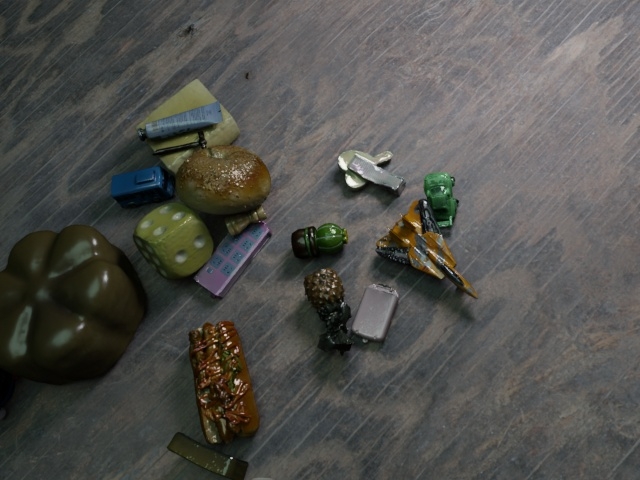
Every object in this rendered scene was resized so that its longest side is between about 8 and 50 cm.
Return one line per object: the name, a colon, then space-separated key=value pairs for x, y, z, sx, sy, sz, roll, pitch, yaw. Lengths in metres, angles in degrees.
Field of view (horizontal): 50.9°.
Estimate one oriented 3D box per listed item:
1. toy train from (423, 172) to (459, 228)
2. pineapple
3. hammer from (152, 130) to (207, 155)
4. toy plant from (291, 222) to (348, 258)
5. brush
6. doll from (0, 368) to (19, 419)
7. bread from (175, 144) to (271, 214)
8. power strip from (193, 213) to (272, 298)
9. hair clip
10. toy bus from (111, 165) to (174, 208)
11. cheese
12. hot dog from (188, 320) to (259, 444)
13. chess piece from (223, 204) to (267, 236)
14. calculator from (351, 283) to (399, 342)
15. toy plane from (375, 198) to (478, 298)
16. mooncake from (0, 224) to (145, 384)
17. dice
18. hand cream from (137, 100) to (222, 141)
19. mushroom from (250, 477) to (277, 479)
toy train: x=0.338 y=-0.114 z=1.900 sx=0.099 sy=0.149 sz=0.081 roll=-5 pitch=22 yaw=16
pineapple: x=0.029 y=0.200 z=1.841 sx=0.111 sy=0.119 sz=0.237 roll=-8 pitch=61 yaw=-18
hammer: x=-0.442 y=-0.294 z=2.106 sx=0.178 sy=0.021 sz=0.065 roll=-13 pitch=71 yaw=7
toy plant: x=0.000 y=0.000 z=1.948 sx=0.162 sy=0.093 sz=0.093 roll=-11 pitch=64 yaw=7
brush: x=-0.292 y=0.566 z=1.754 sx=0.197 sy=0.123 sz=0.059 roll=17 pitch=69 yaw=21
doll: x=-1.026 y=0.391 z=1.925 sx=0.240 sy=0.310 sz=0.284 roll=-34 pitch=63 yaw=-4
bread: x=-0.293 y=-0.192 z=2.011 sx=0.305 sy=0.159 sz=0.305 roll=-2 pitch=29 yaw=1
power strip: x=-0.262 y=0.045 z=2.026 sx=0.109 sy=0.037 sz=0.279 roll=32 pitch=78 yaw=24
hair clip: x=0.155 y=-0.211 z=2.011 sx=0.218 sy=0.071 sz=0.159 roll=28 pitch=73 yaw=18
toy bus: x=-0.573 y=-0.174 z=2.169 sx=0.184 sy=0.106 sz=0.090 roll=-11 pitch=62 yaw=10
cheese: x=-0.433 y=-0.362 z=2.205 sx=0.265 sy=0.124 sz=0.242 roll=-39 pitch=69 yaw=-5
hot dog: x=-0.270 y=0.378 z=1.830 sx=0.158 sy=0.117 sz=0.349 roll=-15 pitch=63 yaw=-2
chess piece: x=-0.223 y=-0.065 z=2.011 sx=0.122 sy=0.066 sz=0.066 roll=-25 pitch=63 yaw=-2
calculator: x=0.150 y=0.201 z=1.848 sx=0.100 sy=0.032 sz=0.175 roll=16 pitch=72 yaw=21
toy plane: x=0.316 y=0.049 z=1.836 sx=0.316 sy=0.103 sz=0.204 roll=44 pitch=97 yaw=17
mooncake: x=-0.762 y=0.183 z=1.976 sx=0.467 sy=0.262 sz=0.467 roll=-7 pitch=65 yaw=15
dice: x=-0.434 y=0.002 z=1.990 sx=0.169 sy=0.169 sz=0.166 roll=-41 pitch=42 yaw=-25
hand cream: x=-0.441 y=-0.368 z=2.117 sx=0.271 sy=0.058 sz=0.091 roll=-16 pitch=57 yaw=3
mushroom: x=-0.169 y=0.709 z=1.683 sx=0.116 sy=0.093 sz=0.225 roll=16 pitch=80 yaw=44
